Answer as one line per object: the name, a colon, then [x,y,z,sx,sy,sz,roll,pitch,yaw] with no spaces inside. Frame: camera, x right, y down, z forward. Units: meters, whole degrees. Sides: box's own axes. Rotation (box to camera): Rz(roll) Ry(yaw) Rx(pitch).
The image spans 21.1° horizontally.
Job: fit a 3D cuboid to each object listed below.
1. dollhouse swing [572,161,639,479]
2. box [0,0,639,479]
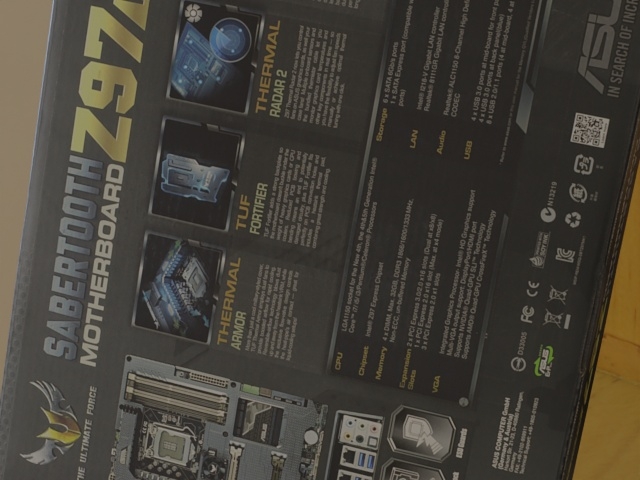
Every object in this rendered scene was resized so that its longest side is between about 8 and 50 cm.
dollhouse swing: [0.089,-0.001,0.923,0.347,0.315,0.305,19,-135,-33]
box: [0.000,0.000,0.538,0.183,0.232,0.059,12,-168,13]
